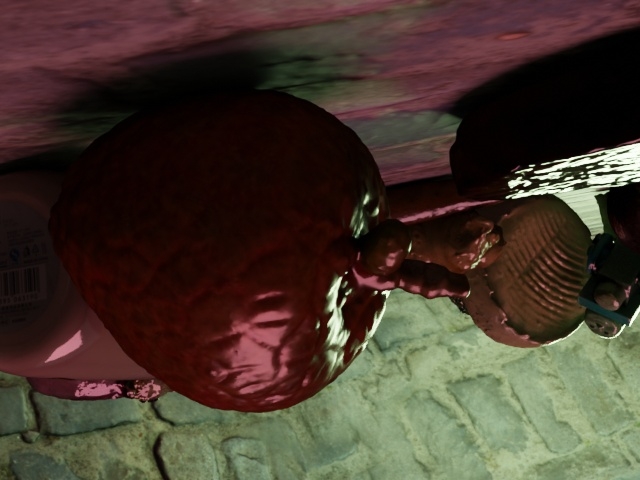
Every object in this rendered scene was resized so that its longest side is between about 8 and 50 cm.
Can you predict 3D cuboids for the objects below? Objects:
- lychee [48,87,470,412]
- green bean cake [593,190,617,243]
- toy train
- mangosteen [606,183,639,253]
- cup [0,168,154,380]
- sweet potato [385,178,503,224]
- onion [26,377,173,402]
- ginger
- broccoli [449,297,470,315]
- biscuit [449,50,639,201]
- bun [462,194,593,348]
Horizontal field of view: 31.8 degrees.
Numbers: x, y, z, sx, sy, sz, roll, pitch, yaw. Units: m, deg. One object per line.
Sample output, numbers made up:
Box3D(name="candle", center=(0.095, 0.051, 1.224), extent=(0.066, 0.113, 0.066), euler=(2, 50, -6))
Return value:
Box3D(name="lychee", center=(-0.047, 0.009, 0.819), extent=(0.300, 0.255, 0.255), euler=(21, -173, 23))
Box3D(name="green bean cake", center=(0.656, -0.060, 2.022), extent=(0.255, 0.132, 0.241), euler=(-8, 177, -29))
Box3D(name="toy train", center=(0.509, 0.022, 1.781), extent=(0.120, 0.298, 0.194), euler=(26, 147, 25))
Box3D(name="mangosteen", center=(0.509, -0.029, 1.578), extent=(0.192, 0.217, 0.192), euler=(-21, 168, -5))
Box3D(name="cup", center=(-0.242, 0.020, 1.015), extent=(0.252, 0.192, 0.200), euler=(23, -175, 24))
Box3D(name="sweet potato", center=(0.154, -0.055, 1.490), extent=(0.264, 0.057, 0.057), euler=(-12, 174, 4))
Box3D(name="onion", center=(-0.318, 0.085, 1.599), extent=(0.267, 0.159, 0.348), euler=(-6, -154, -40))
Box3D(name="ginger", center=(0.177, 0.002, 1.602), extent=(0.218, 0.123, 0.270), euler=(0, -173, -26))
Box3D(name="broccoli", center=(0.337, 0.039, 2.048), extent=(0.269, 0.261, 0.241), euler=(31, 125, -25))
Box3D(name="biscuit", center=(0.318, -0.116, 1.041), extent=(0.407, 0.091, 0.407), euler=(-10, 176, -1))
Box3D(name="bun", center=(0.316, 0.046, 1.817), extent=(0.259, 0.259, 0.152), euler=(-7, -177, -28))
